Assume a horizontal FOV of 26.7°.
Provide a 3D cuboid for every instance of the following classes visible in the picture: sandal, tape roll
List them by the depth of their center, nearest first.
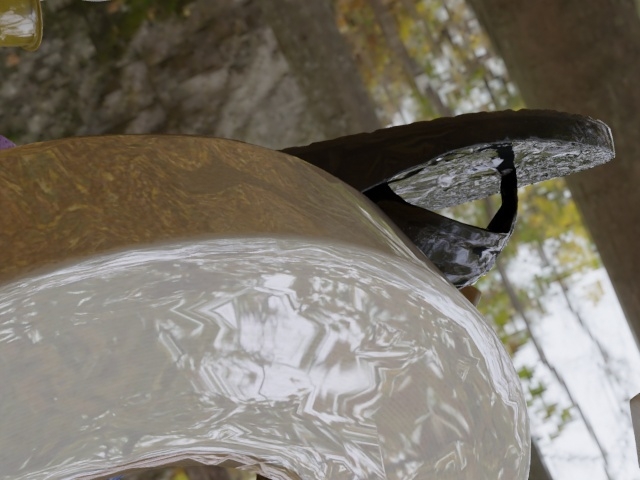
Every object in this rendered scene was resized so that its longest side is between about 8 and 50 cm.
[{"bbox_3d":[-0.094,0.141,0.518,0.392,0.392,0.072,-29,-134,-13],"label":"tape roll"},{"bbox_3d":[-0.002,0.001,0.869,0.446,0.107,0.167,-11,172,-25],"label":"sandal"}]

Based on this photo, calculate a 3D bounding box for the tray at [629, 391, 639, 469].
[{"bbox_3d":[0.551,0.216,1.859,0.270,0.145,0.030,-26,-143,-12],"label":"tray"}]

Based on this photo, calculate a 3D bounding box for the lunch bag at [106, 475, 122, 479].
[{"bbox_3d":[-0.174,0.156,1.131,0.065,0.067,0.098,22,-136,32],"label":"lunch bag"}]

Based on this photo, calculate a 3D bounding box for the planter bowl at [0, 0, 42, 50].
[{"bbox_3d":[-0.307,-0.235,1.062,0.090,0.217,0.217,-27,-164,-21],"label":"planter bowl"}]

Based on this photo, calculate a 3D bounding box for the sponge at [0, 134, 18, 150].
[{"bbox_3d":[-0.167,0.016,0.987,0.031,0.210,0.117,-30,-127,19],"label":"sponge"}]

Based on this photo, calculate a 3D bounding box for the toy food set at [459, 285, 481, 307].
[{"bbox_3d":[0.026,0.093,1.728,0.219,0.306,0.092,-62,-168,3],"label":"toy food set"}]
